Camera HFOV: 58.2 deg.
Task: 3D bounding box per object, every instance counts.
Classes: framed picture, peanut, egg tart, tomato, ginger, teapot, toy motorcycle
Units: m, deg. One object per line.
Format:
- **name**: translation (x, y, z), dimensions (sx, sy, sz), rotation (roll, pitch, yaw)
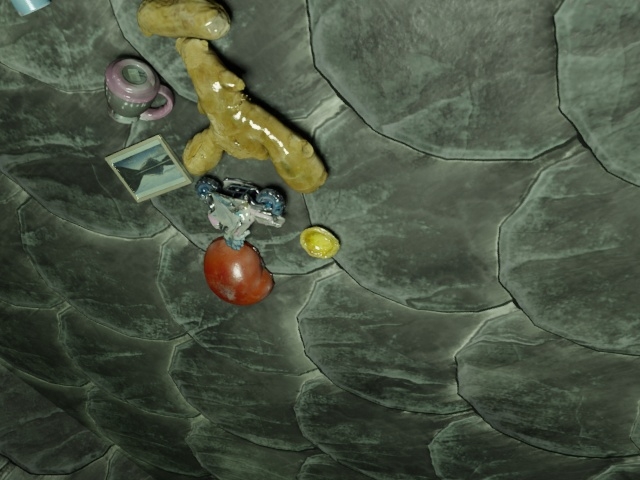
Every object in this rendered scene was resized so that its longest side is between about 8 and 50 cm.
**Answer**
- **framed picture**: translation (-0.446, -0.184, 1.494), dimensions (0.203, 0.015, 0.150), rotation (-14, 122, 29)
- **peanut**: translation (-0.276, -0.449, 1.160), dimensions (0.214, 0.099, 0.099), rotation (4, 129, 24)
- **egg tart**: translation (0.000, 0.000, 1.461), dimensions (0.105, 0.039, 0.105), rotation (11, 131, 12)
- **tomato**: translation (-0.249, 0.107, 1.601), dimensions (0.199, 0.112, 0.228), rotation (-13, 120, 31)
- **ginger**: translation (-0.165, -0.253, 1.261), dimensions (0.363, 0.122, 0.348), rotation (18, 142, 19)
- **teapot**: translation (-0.423, -0.335, 1.316), dimensions (0.146, 0.148, 0.116), rotation (-43, 69, 52)
- **toy motorcycle**: translation (-0.196, -0.056, 1.450), dimensions (0.239, 0.108, 0.204), rotation (23, 132, 31)

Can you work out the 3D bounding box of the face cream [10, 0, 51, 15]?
- **face cream**: translation (-0.659, -0.592, 1.195), dimensions (0.075, 0.075, 0.229), rotation (-7, 124, 26)
